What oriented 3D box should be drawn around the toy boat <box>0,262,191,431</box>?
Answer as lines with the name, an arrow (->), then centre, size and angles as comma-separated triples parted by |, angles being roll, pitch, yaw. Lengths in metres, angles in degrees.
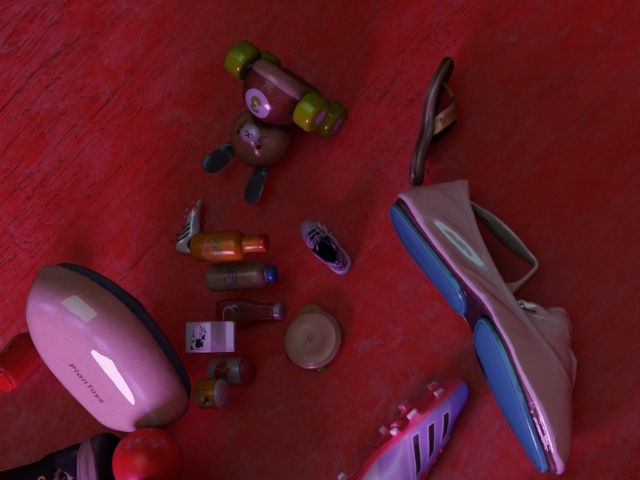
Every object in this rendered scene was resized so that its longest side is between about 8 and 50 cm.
toy boat -> -0.318, 0.135, 1.347 | 0.318, 0.267, 0.148 | -8, 32, 40

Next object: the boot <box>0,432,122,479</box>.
boot -> -0.385, 0.459, 1.312 | 0.284, 0.138, 0.377 | -13, 66, 16

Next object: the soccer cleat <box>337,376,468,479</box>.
soccer cleat -> 0.103, 0.274, 1.226 | 0.095, 0.083, 0.248 | 45, 87, -3

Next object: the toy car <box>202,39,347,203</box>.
toy car -> -0.085, -0.153, 1.393 | 0.155, 0.149, 0.188 | 38, 101, 16

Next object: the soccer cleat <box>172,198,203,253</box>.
soccer cleat -> -0.183, -0.020, 1.444 | 0.035, 0.029, 0.083 | 25, 87, 17

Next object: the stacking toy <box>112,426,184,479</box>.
stacking toy -> -0.210, 0.389, 1.201 | 0.141, 0.141, 0.330 | -9, 65, 18

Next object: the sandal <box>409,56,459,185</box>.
sandal -> 0.158, -0.155, 1.334 | 0.049, 0.072, 0.180 | 13, 80, 8

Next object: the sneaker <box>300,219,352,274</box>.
sneaker -> 0.000, 0.000, 1.343 | 0.038, 0.069, 0.098 | -47, 64, 2

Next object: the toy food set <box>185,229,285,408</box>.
toy food set -> -0.107, 0.107, 1.329 | 0.104, 0.111, 0.232 | -4, 79, 19

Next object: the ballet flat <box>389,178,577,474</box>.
ballet flat -> 0.226, 0.081, 1.211 | 0.139, 0.139, 0.400 | -33, 65, 9

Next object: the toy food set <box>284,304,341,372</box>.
toy food set -> -0.011, 0.133, 1.334 | 0.083, 0.020, 0.083 | 33, 88, 26
